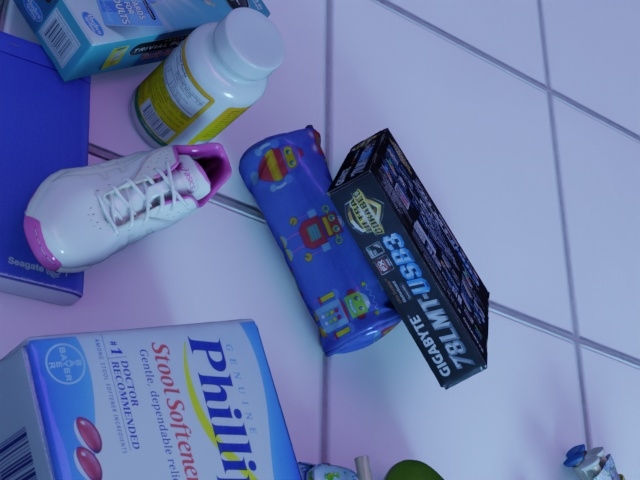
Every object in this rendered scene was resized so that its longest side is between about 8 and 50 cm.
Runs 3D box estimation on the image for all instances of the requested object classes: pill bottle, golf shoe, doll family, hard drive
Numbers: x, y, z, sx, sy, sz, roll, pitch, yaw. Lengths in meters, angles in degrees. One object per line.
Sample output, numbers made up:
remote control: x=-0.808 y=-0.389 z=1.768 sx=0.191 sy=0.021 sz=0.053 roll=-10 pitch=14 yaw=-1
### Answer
pill bottle: x=-0.139 y=-0.200 z=1.501 sx=0.117 sy=0.208 sz=0.117 roll=20 pitch=54 yaw=-31
golf shoe: x=-0.212 y=-0.053 z=1.359 sx=0.115 sy=0.140 sz=0.306 roll=66 pitch=29 yaw=-9
doll family: x=0.403 y=0.400 z=1.681 sx=0.163 sy=0.118 sz=0.263 roll=52 pitch=44 yaw=-4
hard drive: x=-0.366 y=-0.097 z=1.366 sx=0.210 sy=0.040 sz=0.319 roll=17 pitch=56 yaw=-34

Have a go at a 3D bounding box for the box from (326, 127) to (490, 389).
box: x=0.126 y=0.012 z=1.594 sx=0.295 sy=0.073 sz=0.293 roll=58 pitch=14 yaw=-10

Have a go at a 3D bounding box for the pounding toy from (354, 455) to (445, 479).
pounding toy: x=0.140 y=0.349 z=1.430 sx=0.237 sy=0.110 sz=0.183 roll=27 pitch=58 yaw=-57

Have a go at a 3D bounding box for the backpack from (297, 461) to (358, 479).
backpack: x=0.009 y=0.316 z=1.417 sx=0.114 sy=0.084 sz=0.105 roll=15 pitch=60 yaw=-39

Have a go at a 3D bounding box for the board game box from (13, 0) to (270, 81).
board game box: x=-0.254 y=-0.354 z=1.556 sx=0.336 sy=0.079 sz=0.254 roll=-24 pitch=78 yaw=-50

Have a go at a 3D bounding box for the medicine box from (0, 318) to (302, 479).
medicine box: x=-0.182 y=0.235 z=1.253 sx=0.289 sy=0.149 sz=0.263 roll=-3 pitch=68 yaw=-41

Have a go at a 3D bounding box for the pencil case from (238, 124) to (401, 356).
pencil case: x=0.000 y=0.000 z=1.572 sx=0.119 sy=0.133 sz=0.306 roll=-25 pitch=80 yaw=-3
